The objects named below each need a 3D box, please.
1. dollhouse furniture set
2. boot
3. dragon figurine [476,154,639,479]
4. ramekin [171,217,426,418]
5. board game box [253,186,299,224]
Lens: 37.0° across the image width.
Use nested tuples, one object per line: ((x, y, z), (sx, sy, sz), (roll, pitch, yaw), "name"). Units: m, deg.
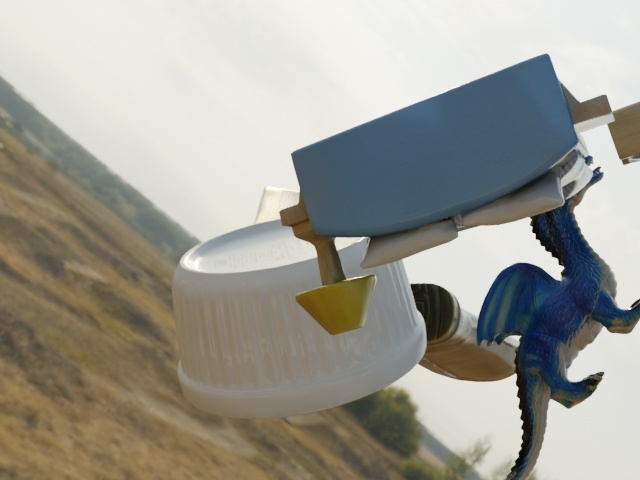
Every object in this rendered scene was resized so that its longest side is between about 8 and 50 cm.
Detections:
((0.167, 0.013, 0.565), (0.286, 0.303, 0.198), (5, 67, -71), "dollhouse furniture set")
((0.095, 0.115, 1.129), (0.236, 0.089, 0.269), (5, -13, 26), "boot")
((0.186, 0.071, 0.826), (0.144, 0.289, 0.085), (32, 2, 18), "dragon figurine")
((-0.023, 0.050, 0.776), (0.207, 0.207, 0.109), (-156, -128, -66), "ramekin")
((0.000, 0.000, 0.995), (0.141, 0.048, 0.170), (7, 21, 0), "board game box")
